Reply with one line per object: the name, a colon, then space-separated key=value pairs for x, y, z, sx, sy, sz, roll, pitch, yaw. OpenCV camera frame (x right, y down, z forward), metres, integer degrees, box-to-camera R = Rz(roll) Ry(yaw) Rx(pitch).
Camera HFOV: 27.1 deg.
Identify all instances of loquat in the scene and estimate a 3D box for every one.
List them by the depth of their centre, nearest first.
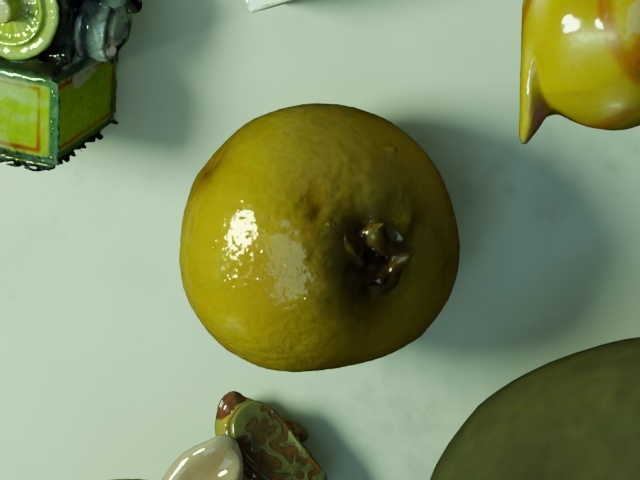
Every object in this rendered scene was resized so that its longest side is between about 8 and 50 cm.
loquat: x=0.000 y=0.000 z=0.977 sx=0.208 sy=0.208 sz=0.208 roll=4 pitch=106 yaw=15

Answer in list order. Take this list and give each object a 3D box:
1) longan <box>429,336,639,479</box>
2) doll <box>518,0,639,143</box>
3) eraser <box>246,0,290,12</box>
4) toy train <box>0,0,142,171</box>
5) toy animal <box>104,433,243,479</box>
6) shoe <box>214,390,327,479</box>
longan: x=0.242 y=0.224 z=0.886 sx=0.361 sy=0.361 sz=0.361 roll=4 pitch=106 yaw=15
doll: x=0.258 y=-0.163 z=0.870 sx=0.269 sy=0.167 sz=0.162 roll=-6 pitch=116 yaw=21
eraser: x=0.082 y=-0.242 z=0.948 sx=0.298 sy=0.078 sz=0.076 roll=-14 pitch=100 yaw=19
toy train: x=-0.269 y=-0.164 z=1.049 sx=0.260 sy=0.134 sz=0.177 roll=12 pitch=116 yaw=14
toy animal: x=-0.109 y=0.326 z=1.053 sx=0.326 sy=0.269 sz=0.237 roll=20 pitch=133 yaw=-15
shoe: x=-0.046 y=0.178 z=1.107 sx=0.109 sy=0.069 sz=0.072 roll=29 pitch=74 yaw=-5
